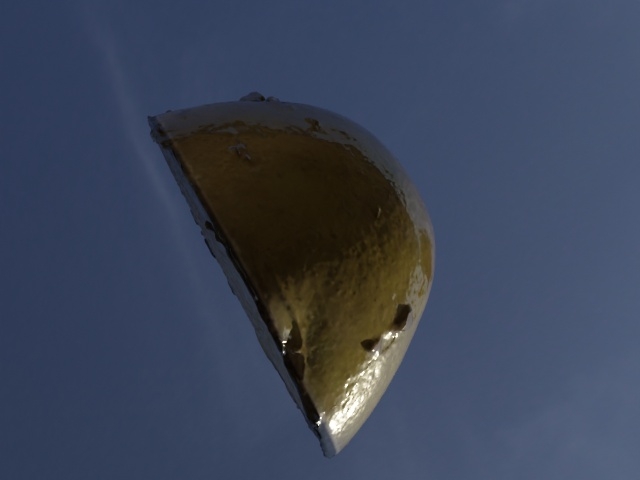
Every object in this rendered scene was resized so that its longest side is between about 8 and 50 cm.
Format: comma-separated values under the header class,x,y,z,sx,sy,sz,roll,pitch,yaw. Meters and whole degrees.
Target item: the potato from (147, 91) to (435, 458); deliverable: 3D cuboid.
class,x,y,z,sx,sy,sz,roll,pitch,yaw
potato,0.000,0.000,0.871,0.117,0.182,0.202,-27,-123,-8
